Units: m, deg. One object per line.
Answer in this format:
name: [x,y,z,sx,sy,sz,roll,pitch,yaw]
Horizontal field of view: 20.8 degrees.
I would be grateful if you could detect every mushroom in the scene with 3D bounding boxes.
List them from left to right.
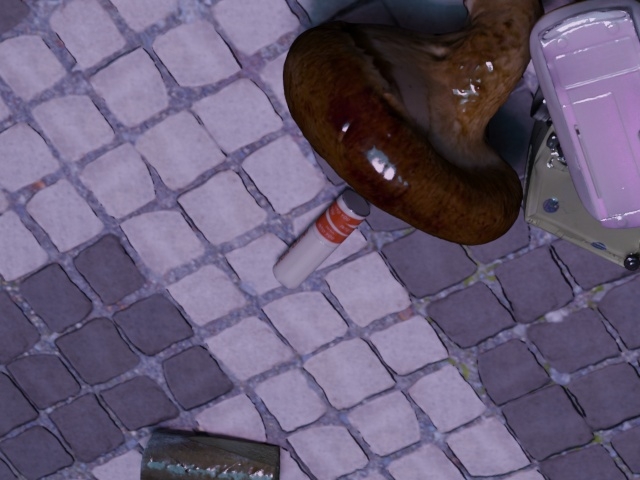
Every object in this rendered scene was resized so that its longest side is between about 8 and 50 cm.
mushroom: [0.090,-0.130,1.701,0.267,0.267,0.254,13,122,4]

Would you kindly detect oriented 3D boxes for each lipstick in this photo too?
lipstick: [0.000,0.000,1.914,0.038,0.038,0.131,38,120,-11]

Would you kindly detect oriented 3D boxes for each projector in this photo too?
projector: [0.309,-0.109,1.757,0.193,0.088,0.269,24,121,-6]

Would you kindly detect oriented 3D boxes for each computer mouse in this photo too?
computer mouse: [0.281,-0.123,1.667,0.126,0.056,0.245,-15,117,18]

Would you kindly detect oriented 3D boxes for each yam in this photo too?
yam: [-0.130,0.268,2.083,0.169,0.068,0.068,4,121,9]
